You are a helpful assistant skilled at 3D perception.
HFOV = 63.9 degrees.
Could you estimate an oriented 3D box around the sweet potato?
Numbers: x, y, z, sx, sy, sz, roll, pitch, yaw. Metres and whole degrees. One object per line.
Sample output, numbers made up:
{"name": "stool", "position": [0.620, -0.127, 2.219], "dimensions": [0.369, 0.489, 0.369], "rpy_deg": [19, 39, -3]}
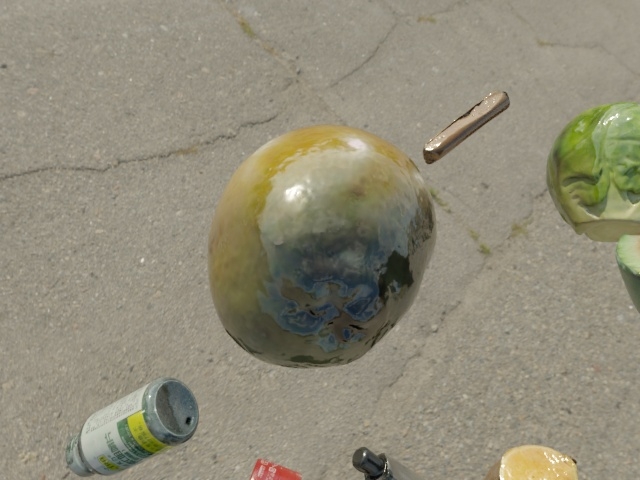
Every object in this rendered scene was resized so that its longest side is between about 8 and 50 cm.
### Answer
{"name": "sweet potato", "position": [0.335, 0.449, 0.888], "dimensions": [0.131, 0.336, 0.131], "rpy_deg": [-2, 54, 2]}

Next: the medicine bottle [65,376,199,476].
{"name": "medicine bottle", "position": [-0.407, 0.406, 1.087], "dimensions": [0.141, 0.293, 0.141], "rpy_deg": [47, 25, -30]}

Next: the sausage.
{"name": "sausage", "position": [0.152, -0.119, 0.542], "dimensions": [0.116, 0.026, 0.026], "rpy_deg": [-38, 81, -14]}

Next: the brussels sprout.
{"name": "brussels sprout", "position": [0.381, -0.089, 0.682], "dimensions": [0.144, 0.162, 0.180], "rpy_deg": [22, 79, -38]}

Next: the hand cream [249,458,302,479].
{"name": "hand cream", "position": [-0.133, 0.648, 1.261], "dimensions": [0.126, 0.193, 0.193], "rpy_deg": [20, 52, 4]}

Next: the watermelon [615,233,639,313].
{"name": "watermelon", "position": [0.326, 0.080, 0.397], "dimensions": [0.231, 0.129, 0.146], "rpy_deg": [-61, 137, -73]}

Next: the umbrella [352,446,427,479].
{"name": "umbrella", "position": [0.186, 0.502, 1.020], "dimensions": [0.337, 0.067, 0.073], "rpy_deg": [41, 9, -24]}

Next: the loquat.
{"name": "loquat", "position": [0.000, 0.000, 0.420], "dimensions": [0.179, 0.179, 0.227], "rpy_deg": [35, 41, -3]}
